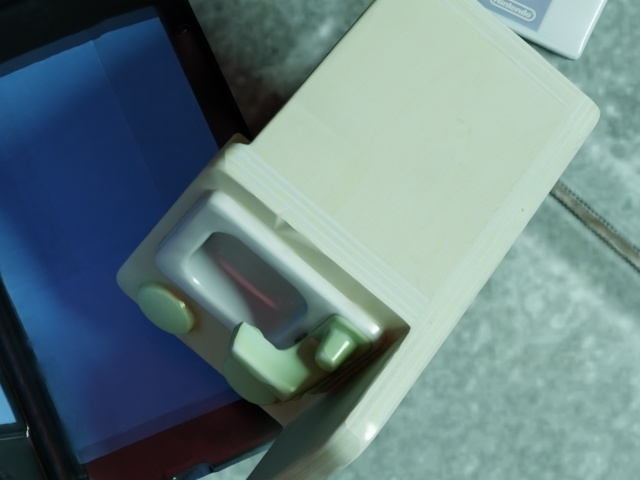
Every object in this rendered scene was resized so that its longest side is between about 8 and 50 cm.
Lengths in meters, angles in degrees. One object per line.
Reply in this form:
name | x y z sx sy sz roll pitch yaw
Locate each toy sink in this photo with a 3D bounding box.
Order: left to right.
toy sink | 0.000 0.000 0.883 0.131 0.153 0.234 40 58 -3

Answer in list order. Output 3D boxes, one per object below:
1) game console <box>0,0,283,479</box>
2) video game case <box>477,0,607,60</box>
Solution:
game console | -0.154 -0.006 0.917 0.173 0.250 0.293 -32 76 23
video game case | 0.089 -0.222 1.001 0.201 0.023 0.183 25 96 1
